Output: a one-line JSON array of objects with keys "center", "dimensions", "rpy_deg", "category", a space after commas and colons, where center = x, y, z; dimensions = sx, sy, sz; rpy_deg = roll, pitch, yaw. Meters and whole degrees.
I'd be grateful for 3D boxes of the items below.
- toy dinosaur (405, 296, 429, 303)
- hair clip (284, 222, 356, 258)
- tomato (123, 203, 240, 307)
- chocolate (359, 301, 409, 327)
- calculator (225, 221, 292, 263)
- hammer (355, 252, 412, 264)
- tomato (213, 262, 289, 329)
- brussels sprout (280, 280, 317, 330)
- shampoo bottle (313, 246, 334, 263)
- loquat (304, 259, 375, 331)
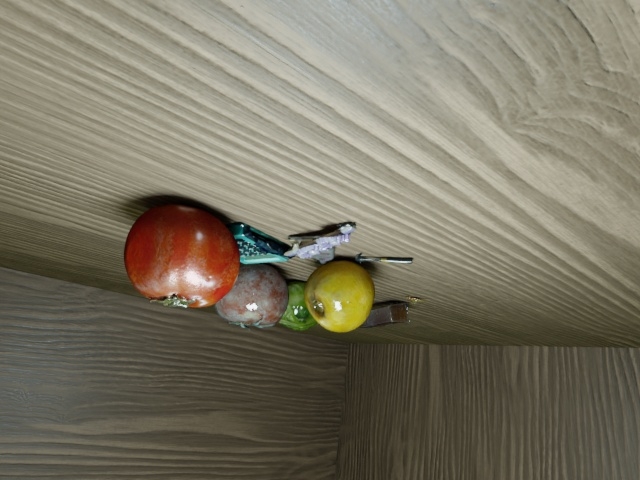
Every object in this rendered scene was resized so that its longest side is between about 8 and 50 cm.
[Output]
[{"center": [0.458, 0.286, 1.978], "dimensions": [0.113, 0.026, 0.041], "rpy_deg": [13, 146, 11], "category": "toy dinosaur"}, {"center": [0.000, 0.000, 1.284], "dimensions": [0.292, 0.084, 0.106], "rpy_deg": [-18, 167, 43], "category": "hair clip"}, {"center": [-0.415, 0.050, 1.246], "dimensions": [0.325, 0.290, 0.293], "rpy_deg": [-11, 156, 40], "category": "tomato"}, {"center": [0.310, 0.393, 2.164], "dimensions": [0.112, 0.112, 0.321], "rpy_deg": [3, 163, -34], "category": "chocolate"}, {"center": [-0.261, 0.020, 1.456], "dimensions": [0.248, 0.058, 0.274], "rpy_deg": [-6, 155, 34], "category": "calculator"}, {"center": [0.219, 0.067, 1.452], "dimensions": [0.201, 0.021, 0.078], "rpy_deg": [1, 160, 19], "category": "hammer"}, {"center": [-0.290, 0.236, 1.742], "dimensions": [0.316, 0.282, 0.317], "rpy_deg": [5, 164, 1], "category": "tomato"}, {"center": [-0.126, 0.302, 1.952], "dimensions": [0.271, 0.210, 0.219], "rpy_deg": [-1, 137, -2], "category": "brussels sprout"}, {"center": [0.008, 0.045, 1.444], "dimensions": [0.080, 0.040, 0.165], "rpy_deg": [5, 160, 3], "category": "shampoo bottle"}, {"center": [0.080, 0.202, 1.535], "dimensions": [0.275, 0.275, 0.275], "rpy_deg": [7, 161, 2], "category": "loquat"}]
